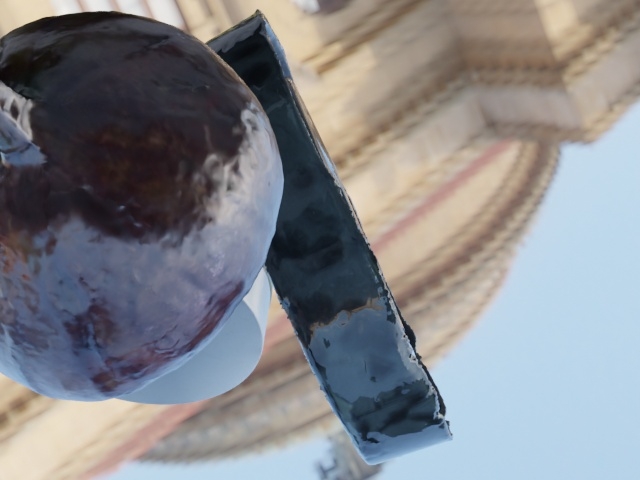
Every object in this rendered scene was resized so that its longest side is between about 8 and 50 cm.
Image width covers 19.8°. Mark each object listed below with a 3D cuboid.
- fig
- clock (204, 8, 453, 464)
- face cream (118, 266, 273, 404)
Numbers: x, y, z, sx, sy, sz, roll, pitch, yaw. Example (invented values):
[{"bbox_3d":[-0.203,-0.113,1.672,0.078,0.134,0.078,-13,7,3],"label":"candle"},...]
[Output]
[{"bbox_3d":[-0.087,-0.028,0.730,0.149,0.148,0.202,-48,174,-31],"label":"fig"},{"bbox_3d":[0.000,0.000,1.265,0.067,0.325,0.325,-24,-156,2],"label":"clock"},{"bbox_3d":[-0.149,0.015,1.675,0.218,0.218,0.179,-14,-135,22],"label":"face cream"}]
